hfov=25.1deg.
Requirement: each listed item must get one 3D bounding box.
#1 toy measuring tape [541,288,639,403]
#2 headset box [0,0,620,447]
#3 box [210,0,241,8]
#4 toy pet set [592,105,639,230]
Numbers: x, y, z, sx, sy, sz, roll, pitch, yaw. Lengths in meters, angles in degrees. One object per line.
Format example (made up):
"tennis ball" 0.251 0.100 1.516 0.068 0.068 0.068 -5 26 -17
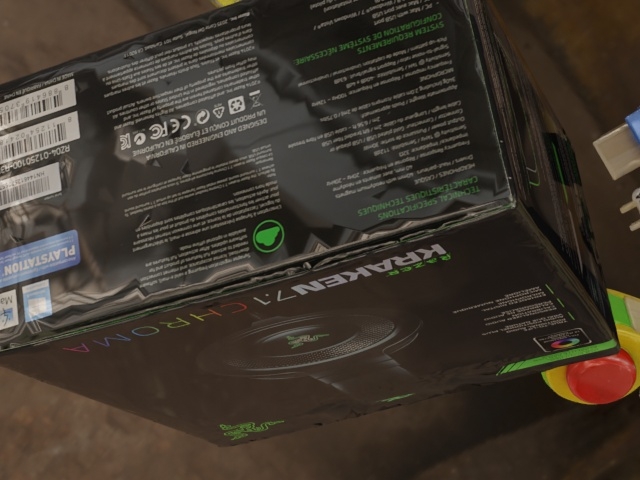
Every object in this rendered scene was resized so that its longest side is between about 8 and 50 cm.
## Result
"toy measuring tape" 0.330 0.127 1.472 0.330 0.121 0.121 19 46 -19
"headset box" 0.000 0.000 0.721 0.283 0.246 0.131 40 37 -65
"box" -0.087 -0.286 1.405 0.179 0.105 0.043 40 -3 -27
"toy pet set" 0.271 -0.051 1.120 0.114 0.065 0.122 60 26 -1
